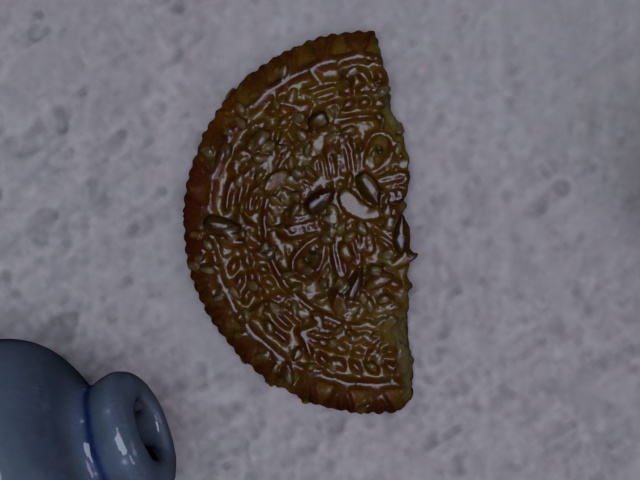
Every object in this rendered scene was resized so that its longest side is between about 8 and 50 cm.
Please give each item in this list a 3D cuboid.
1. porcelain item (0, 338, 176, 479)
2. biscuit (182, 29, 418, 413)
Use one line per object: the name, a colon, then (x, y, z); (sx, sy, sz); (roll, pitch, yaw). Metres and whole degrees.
porcelain item: (-0.203, 0.139, 0.945); (0.259, 0.141, 0.141); (-21, 89, 12)
biscuit: (-0.012, -0.006, 0.978); (0.126, 0.025, 0.206); (-5, 90, 5)
